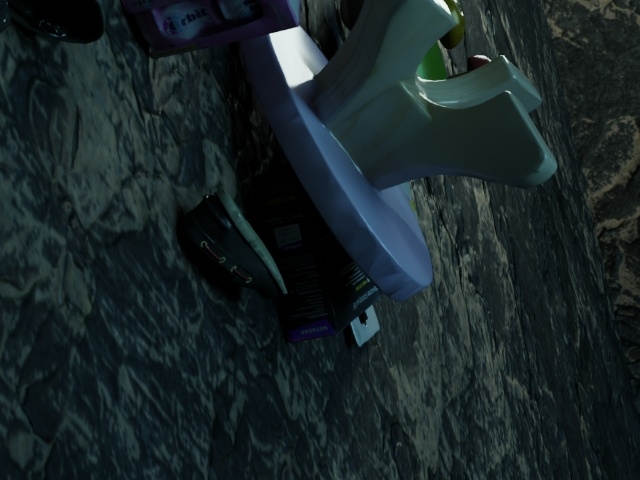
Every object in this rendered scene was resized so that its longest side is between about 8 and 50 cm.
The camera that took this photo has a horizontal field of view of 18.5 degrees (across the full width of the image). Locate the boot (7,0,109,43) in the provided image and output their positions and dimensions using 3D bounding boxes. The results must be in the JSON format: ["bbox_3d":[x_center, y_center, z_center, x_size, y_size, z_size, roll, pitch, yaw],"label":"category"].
[{"bbox_3d":[-0.144,-0.216,1.163,0.189,0.076,0.209,18,53,-57],"label":"boot"}]

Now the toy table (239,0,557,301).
[{"bbox_3d":[0.064,-0.108,1.536,0.274,0.161,0.252,60,16,16],"label":"toy table"}]

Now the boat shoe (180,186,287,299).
[{"bbox_3d":[-0.059,0.008,1.371,0.049,0.042,0.133,57,1,31],"label":"boat shoe"}]

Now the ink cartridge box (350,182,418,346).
[{"bbox_3d":[0.046,-0.015,1.730,0.115,0.067,0.198,-28,105,-76],"label":"ink cartridge box"}]

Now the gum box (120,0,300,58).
[{"bbox_3d":[-0.071,-0.211,1.367,0.188,0.107,0.062,-88,160,-44],"label":"gum box"}]

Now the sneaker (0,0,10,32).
[{"bbox_3d":[-0.181,-0.102,0.972,0.089,0.051,0.170,-8,83,-71],"label":"sneaker"}]

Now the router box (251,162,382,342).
[{"bbox_3d":[0.000,0.000,1.587,0.179,0.046,0.133,-29,107,-75],"label":"router box"}]

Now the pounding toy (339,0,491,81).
[{"bbox_3d":[0.099,-0.170,1.851,0.237,0.110,0.183,-136,-150,-80],"label":"pounding toy"}]
